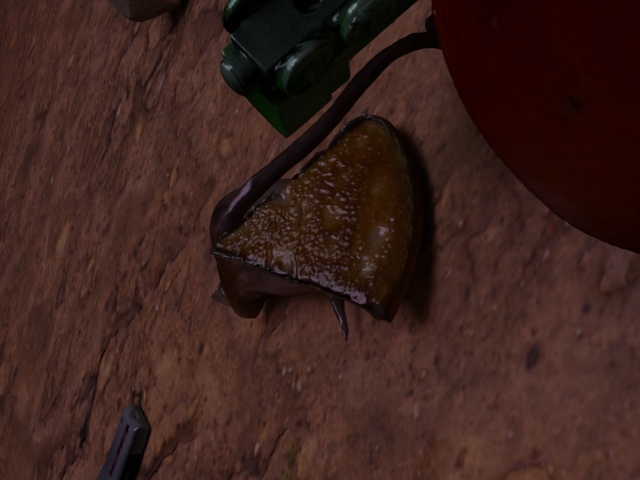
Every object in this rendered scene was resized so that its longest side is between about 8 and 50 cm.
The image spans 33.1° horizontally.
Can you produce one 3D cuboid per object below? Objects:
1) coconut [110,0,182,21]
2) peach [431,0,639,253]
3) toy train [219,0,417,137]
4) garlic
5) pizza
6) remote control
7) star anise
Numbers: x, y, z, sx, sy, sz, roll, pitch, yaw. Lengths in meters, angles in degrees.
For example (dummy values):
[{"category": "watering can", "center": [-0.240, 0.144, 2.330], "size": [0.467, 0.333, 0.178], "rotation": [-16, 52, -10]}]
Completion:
[{"category": "coconut", "center": [-0.236, -0.350, 1.420], "size": [0.116, 0.116, 0.122], "rotation": [12, 91, 63]}, {"category": "peach", "center": [0.186, -0.123, 0.471], "size": [0.338, 0.281, 0.281], "rotation": [81, -179, -55]}, {"category": "toy train", "center": [0.039, -0.173, 0.691], "size": [0.251, 0.085, 0.119], "rotation": [-41, -13, -6]}, {"category": "garlic", "center": [-0.029, 0.011, 0.918], "size": [0.198, 0.090, 0.129], "rotation": [3, 96, 56]}, {"category": "pizza", "center": [0.000, 0.000, 0.817], "size": [0.176, 0.036, 0.185], "rotation": [-24, 51, 14]}, {"category": "remote control", "center": [-0.238, 0.274, 1.236], "size": [0.065, 0.029, 0.166], "rotation": [41, 115, 61]}, {"category": "star anise", "center": [0.042, -0.115, 0.691], "size": [0.148, 0.227, 0.219], "rotation": [24, 111, 56]}]
